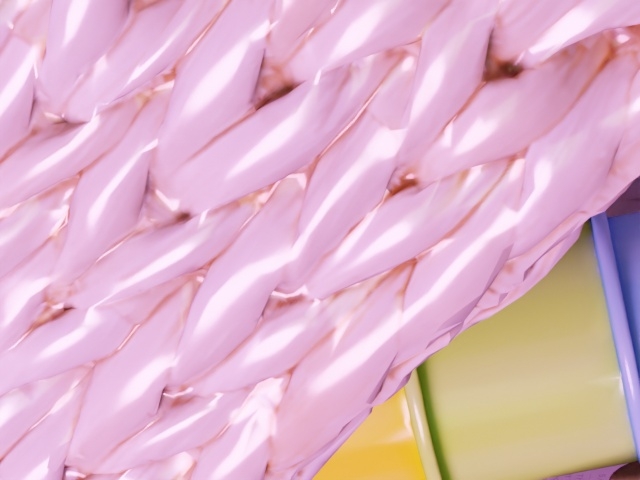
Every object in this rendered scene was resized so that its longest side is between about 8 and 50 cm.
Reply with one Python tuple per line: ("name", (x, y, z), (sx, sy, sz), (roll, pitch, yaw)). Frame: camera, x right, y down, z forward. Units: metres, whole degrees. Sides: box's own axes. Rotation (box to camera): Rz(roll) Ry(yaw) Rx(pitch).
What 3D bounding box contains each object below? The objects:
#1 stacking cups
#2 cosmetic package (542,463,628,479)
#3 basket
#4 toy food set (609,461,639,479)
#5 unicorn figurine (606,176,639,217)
("stacking cups", (0.122, 0.020, 0.606), (0.316, 0.096, 0.096), (-13, 123, 6))
("cosmetic package", (0.168, 0.150, 0.747), (0.231, 0.085, 0.117), (-3, 125, 23))
("basket", (-0.092, -0.097, 0.482), (0.266, 0.328, 0.331), (35, 122, -14))
("toy food set", (0.154, 0.082, 0.636), (0.132, 0.192, 0.039), (-15, 87, 31))
("unicorn figurine", (0.092, -0.039, 0.653), (0.162, 0.060, 0.111), (48, 138, 0))
